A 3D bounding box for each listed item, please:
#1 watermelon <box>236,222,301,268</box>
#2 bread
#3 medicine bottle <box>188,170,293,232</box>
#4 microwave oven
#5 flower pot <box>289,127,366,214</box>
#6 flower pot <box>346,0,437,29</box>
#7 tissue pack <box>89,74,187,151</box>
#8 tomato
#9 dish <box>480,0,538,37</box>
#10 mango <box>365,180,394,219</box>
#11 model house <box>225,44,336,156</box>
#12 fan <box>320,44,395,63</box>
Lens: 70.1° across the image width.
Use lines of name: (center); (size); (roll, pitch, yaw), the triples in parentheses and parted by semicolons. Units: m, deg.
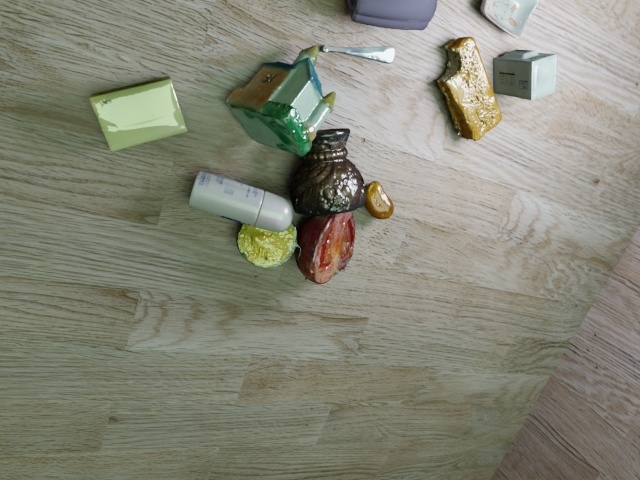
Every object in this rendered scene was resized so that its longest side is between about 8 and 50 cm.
watermelon: (-0.189, -0.003, 1.652); (0.231, 0.127, 0.204); (4, 86, -13)
bread: (0.549, -0.564, 1.728); (0.185, 0.109, 0.380); (-35, 122, 1)
medicine bottle: (-0.255, -0.122, 1.525); (0.340, 0.130, 0.130); (16, 107, -12)
microwave oven: (0.774, -0.632, 1.731); (0.122, 0.208, 0.163); (-20, 120, -13)
flower pot: (0.018, -0.243, 1.574); (0.266, 0.266, 0.268); (-10, 106, -19)
flower pot: (0.209, -0.785, 1.399); (0.242, 0.265, 0.265); (-6, 117, -9)
tissue pack: (-0.529, -0.373, 1.338); (0.234, 0.125, 0.159); (-19, 120, -14)
tomato: (-0.004, 0.002, 1.724); (0.309, 0.170, 0.309); (-30, 127, -51)
dish: (0.670, -0.853, 1.659); (0.212, 0.077, 0.151); (18, 104, -29)
mango: (0.222, -0.154, 1.798); (0.105, 0.084, 0.159); (-33, 101, -6)
model house: (-0.081, -0.465, 1.441); (0.325, 0.267, 0.194); (-57, 146, -12)
fan: (0.132, -0.648, 1.557); (0.281, 0.023, 0.057); (-3, 116, -24)
